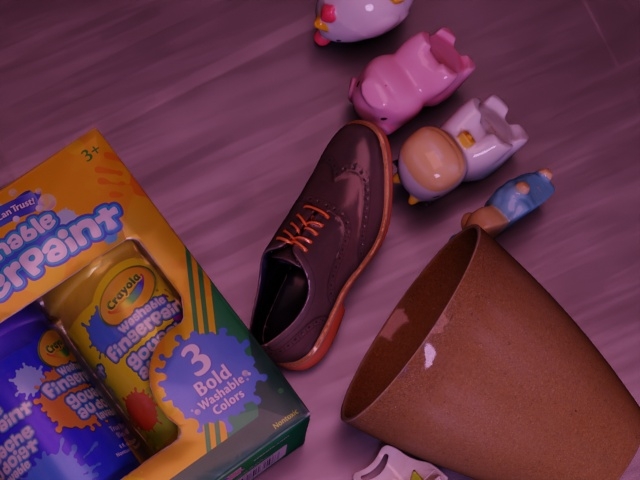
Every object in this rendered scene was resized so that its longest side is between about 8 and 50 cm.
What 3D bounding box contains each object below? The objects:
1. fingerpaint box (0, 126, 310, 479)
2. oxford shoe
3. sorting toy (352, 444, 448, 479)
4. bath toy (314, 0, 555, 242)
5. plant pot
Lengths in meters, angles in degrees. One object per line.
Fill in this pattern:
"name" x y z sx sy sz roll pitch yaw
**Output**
"fingerpaint box" -0.295 0.168 1.901 0.445 0.163 0.371 -34 77 -13
"oxford shoe" 0.000 0.000 1.968 0.097 0.098 0.271 16 85 27
"sorting toy" 0.075 0.250 1.960 0.083 0.045 0.075 -41 71 -14
"bath toy" 0.097 -0.149 2.052 0.151 0.129 0.348 -15 69 -54
"plant pot" 0.191 0.149 1.917 0.254 0.237 0.237 34 73 -7
